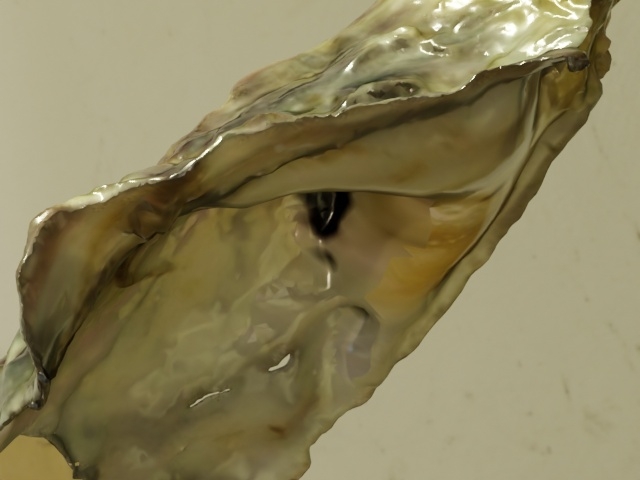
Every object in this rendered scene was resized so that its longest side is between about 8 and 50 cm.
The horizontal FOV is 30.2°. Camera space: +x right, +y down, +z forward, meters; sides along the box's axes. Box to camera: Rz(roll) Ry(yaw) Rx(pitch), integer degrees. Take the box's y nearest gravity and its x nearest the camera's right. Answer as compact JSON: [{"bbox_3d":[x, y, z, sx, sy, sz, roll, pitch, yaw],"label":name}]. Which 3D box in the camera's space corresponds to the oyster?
[{"bbox_3d":[-0.008,-0.007,0.418,0.271,0.100,0.275,-34,-21,-33],"label":"oyster"}]
